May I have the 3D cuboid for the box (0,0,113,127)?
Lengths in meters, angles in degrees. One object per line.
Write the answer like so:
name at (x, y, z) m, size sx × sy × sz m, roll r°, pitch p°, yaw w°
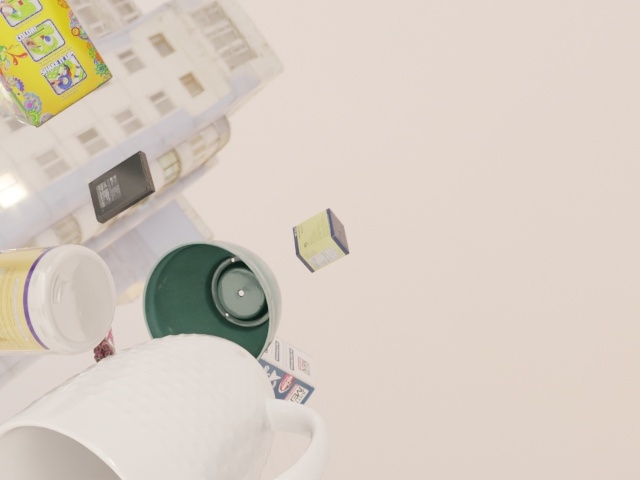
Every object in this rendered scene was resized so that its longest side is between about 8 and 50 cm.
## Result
box at (-0.582, -0.388, 1.459) m, size 0.290 × 0.177 × 0.279 m, roll 22°, pitch -33°, yaw 54°

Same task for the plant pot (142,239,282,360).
plant pot at (-0.201, 0.130, 1.649) m, size 0.293 × 0.196 × 0.293 m, roll 4°, pitch -80°, yaw 20°

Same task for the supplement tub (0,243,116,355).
supplement tub at (-0.654, 0.136, 1.723) m, size 0.331 × 0.241 × 0.241 m, roll -4°, pitch -63°, yaw 26°

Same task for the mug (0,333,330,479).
mug at (-0.167, 0.266, 0.963) m, size 0.374 × 0.328 × 0.276 m, roll -3°, pitch -73°, yaw 28°

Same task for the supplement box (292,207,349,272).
supplement box at (0.000, 0.000, 1.425) m, size 0.083 × 0.083 × 0.056 m, roll -28°, pitch -52°, yaw 15°

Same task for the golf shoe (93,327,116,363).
golf shoe at (-0.637, 0.271, 2.237) m, size 0.067 × 0.086 × 0.186 m, roll -10°, pitch -91°, yaw -4°

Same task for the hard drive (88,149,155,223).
hard drive at (-0.389, -0.104, 1.506) m, size 0.135 × 0.022 × 0.094 m, roll -29°, pitch -116°, yaw 18°

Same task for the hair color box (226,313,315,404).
hair color box at (-0.185, 0.292, 1.961) m, size 0.347 × 0.174 × 0.105 m, roll 31°, pitch -74°, yaw -13°
